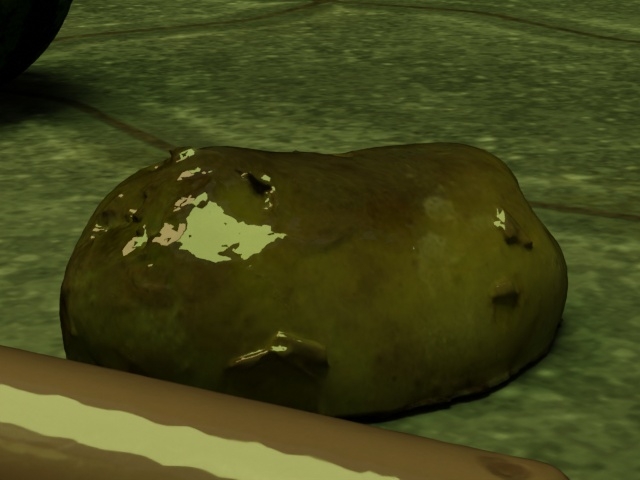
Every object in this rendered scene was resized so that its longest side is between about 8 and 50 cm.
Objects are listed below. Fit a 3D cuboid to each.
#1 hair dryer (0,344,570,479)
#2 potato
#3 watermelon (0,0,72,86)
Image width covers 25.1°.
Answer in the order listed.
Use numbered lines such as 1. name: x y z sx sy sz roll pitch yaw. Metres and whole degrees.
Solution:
1. hair dryer: -0.091 0.048 0.376 0.352 0.125 0.210 12 18 6
2. potato: 0.000 0.000 0.543 0.200 0.081 0.164 -8 18 -31
3. watermelon: -0.277 -0.211 0.951 0.268 0.269 0.269 0 18 0
